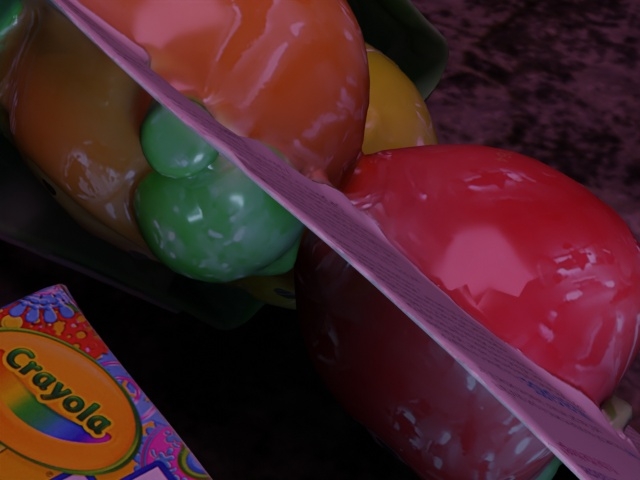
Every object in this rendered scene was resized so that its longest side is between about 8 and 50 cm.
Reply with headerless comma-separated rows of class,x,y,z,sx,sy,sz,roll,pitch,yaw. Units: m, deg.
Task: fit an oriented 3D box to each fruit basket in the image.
fruit basket,0.000,0.000,0.492,0.165,0.327,0.353,-46,63,7

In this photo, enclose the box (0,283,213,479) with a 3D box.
box,-0.104,0.205,0.325,0.279,0.177,0.290,-24,51,-27
